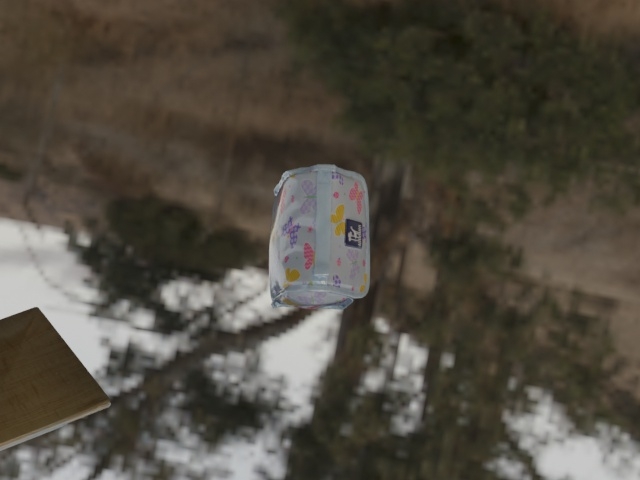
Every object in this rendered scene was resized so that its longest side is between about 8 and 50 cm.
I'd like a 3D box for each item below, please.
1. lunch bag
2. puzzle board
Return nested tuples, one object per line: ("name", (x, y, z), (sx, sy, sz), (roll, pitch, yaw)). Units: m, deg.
("lunch bag", (0.000, 0.000, 0.951), (0.053, 0.071, 0.083), (2, 170, -5))
("puzzle board", (-0.181, 0.081, 0.878), (0.128, 0.011, 0.096), (-21, -143, -22))
